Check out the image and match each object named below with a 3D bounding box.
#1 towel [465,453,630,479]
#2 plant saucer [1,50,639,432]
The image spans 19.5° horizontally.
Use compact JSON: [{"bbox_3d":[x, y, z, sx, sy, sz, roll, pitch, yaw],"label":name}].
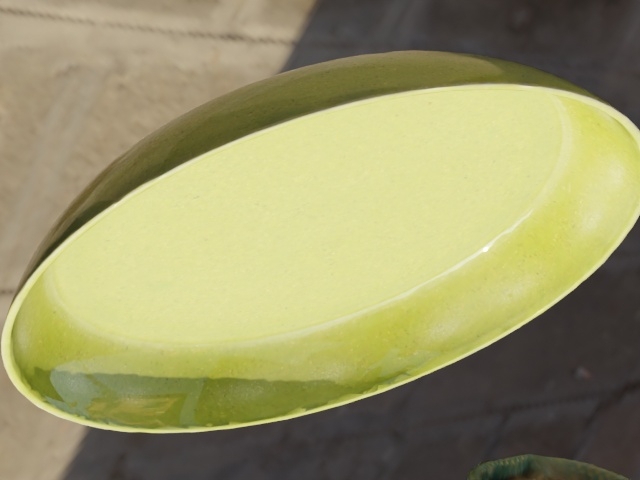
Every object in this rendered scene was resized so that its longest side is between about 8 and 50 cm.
[{"bbox_3d":[0.004,0.226,0.224,0.271,0.040,0.370,-28,126,-82],"label":"towel"},{"bbox_3d":[0.000,0.000,0.673,0.241,0.037,0.241,-16,154,-8],"label":"plant saucer"}]
